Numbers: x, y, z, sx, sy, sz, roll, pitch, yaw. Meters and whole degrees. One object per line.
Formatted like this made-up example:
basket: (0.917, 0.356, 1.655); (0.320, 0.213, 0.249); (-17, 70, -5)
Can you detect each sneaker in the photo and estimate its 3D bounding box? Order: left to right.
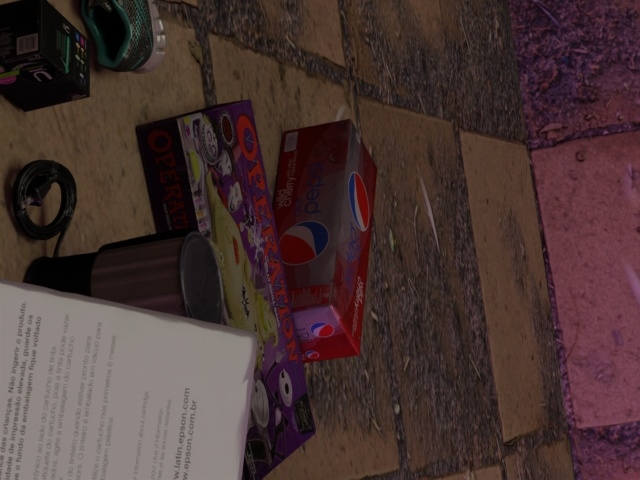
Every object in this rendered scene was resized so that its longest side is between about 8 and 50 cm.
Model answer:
sneaker: (-0.178, -0.221, 1.660); (0.076, 0.065, 0.167); (-39, 116, -65)

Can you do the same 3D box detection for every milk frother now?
milk frother: (-0.159, 0.008, 1.488); (0.129, 0.134, 0.143); (-82, 155, -44)

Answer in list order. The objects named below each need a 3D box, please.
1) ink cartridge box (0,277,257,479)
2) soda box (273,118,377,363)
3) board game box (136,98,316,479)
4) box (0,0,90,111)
ink cartridge box: (-0.194, 0.181, 1.016); (0.330, 0.071, 0.324); (14, 77, -36)
soda box: (0.000, 0.000, 2.049); (0.092, 0.083, 0.263); (61, 28, -45)
board game box: (-0.085, 0.046, 1.838); (0.208, 0.056, 0.347); (-35, 115, -74)
box: (-0.222, -0.143, 1.485); (0.083, 0.062, 0.052); (45, 39, -61)
